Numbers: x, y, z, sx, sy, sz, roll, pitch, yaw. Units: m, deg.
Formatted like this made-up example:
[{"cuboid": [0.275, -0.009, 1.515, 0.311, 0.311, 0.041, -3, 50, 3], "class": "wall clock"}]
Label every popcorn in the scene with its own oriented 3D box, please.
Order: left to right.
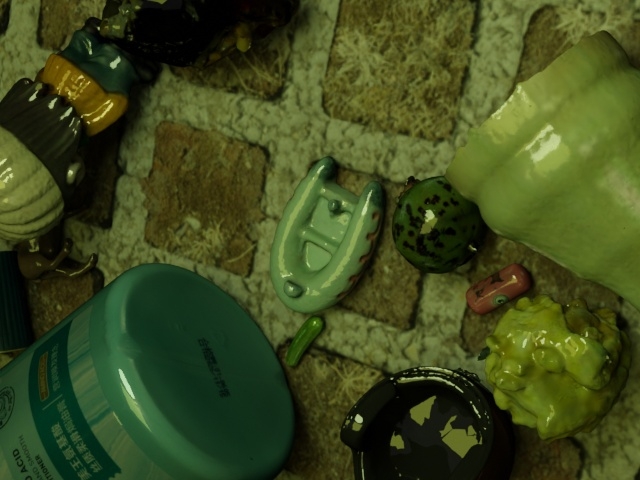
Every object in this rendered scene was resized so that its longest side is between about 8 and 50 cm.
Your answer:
[{"cuboid": [0.263, 0.142, 1.180, 0.173, 0.173, 0.142, -65, 29, 19], "class": "popcorn"}]

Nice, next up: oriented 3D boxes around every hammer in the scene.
[{"cuboid": [0.216, 0.060, 1.258, 0.083, 0.043, 0.043, -32, 82, 26], "class": "hammer"}]

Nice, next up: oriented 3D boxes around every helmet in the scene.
[{"cuboid": [0.133, 0.252, 1.239, 0.189, 0.193, 0.216, 30, 109, 28], "class": "helmet"}]

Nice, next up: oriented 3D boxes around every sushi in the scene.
[{"cuboid": [-0.150, -0.318, 1.318, 0.213, 0.204, 0.200, -12, 62, 58], "class": "sushi"}]

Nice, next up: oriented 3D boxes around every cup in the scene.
[{"cuboid": [-0.527, 0.097, 1.612, 0.176, 0.131, 0.155, -4, 90, 53], "class": "cup"}]

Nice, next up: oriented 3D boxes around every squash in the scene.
[{"cuboid": [-0.024, 0.135, 1.401, 0.027, 0.027, 0.089, 43, 117, 16], "class": "squash"}]

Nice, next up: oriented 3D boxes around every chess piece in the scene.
[{"cuboid": [0.356, 0.014, 1.091, 0.234, 0.234, 0.442, -44, 81, 25], "class": "chess piece"}]

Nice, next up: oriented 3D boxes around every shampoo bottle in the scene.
[{"cuboid": [-0.256, 0.248, 1.366, 0.343, 0.331, 0.331, -37, 80, 24], "class": "shampoo bottle"}]

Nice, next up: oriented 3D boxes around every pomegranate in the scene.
[{"cuboid": [0.134, -0.029, 1.257, 0.161, 0.122, 0.122, 48, 118, 47], "class": "pomegranate"}]

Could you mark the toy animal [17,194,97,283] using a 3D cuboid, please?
[{"cuboid": [-0.441, -0.041, 1.553, 0.186, 0.094, 0.214, -4, 91, 24], "class": "toy animal"}]

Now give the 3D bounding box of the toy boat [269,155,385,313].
[{"cuboid": [0.000, 0.000, 1.344, 0.134, 0.079, 0.207, 30, 108, 18], "class": "toy boat"}]

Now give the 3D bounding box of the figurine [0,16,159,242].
[{"cuboid": [-0.375, -0.154, 1.400, 0.185, 0.204, 0.332, 29, 91, 24], "class": "figurine"}]
